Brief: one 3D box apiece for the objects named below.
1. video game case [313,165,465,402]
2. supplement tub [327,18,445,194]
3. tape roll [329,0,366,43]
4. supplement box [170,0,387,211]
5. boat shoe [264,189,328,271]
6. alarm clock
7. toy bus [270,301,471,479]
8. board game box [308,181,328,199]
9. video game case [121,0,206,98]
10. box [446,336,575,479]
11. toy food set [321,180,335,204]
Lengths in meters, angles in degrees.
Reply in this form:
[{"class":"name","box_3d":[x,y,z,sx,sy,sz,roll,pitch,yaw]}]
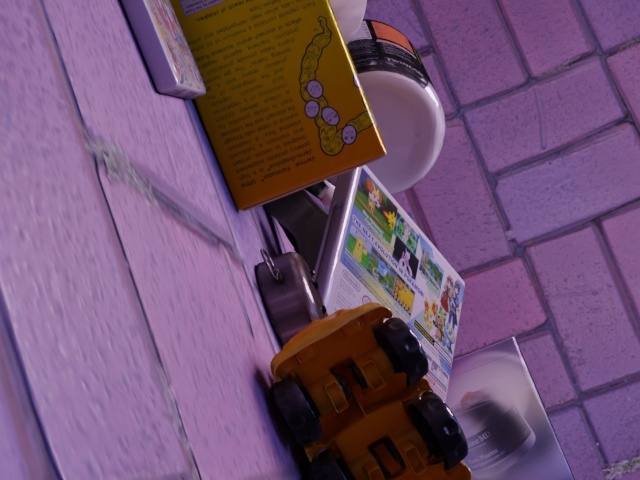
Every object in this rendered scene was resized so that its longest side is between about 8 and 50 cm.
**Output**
[{"class":"video game case","box_3d":[0.095,0.098,1.594,0.329,0.036,0.300,46,46,-39]},{"class":"supplement tub","box_3d":[0.070,-0.219,1.776,0.338,0.207,0.207,-97,165,-65]},{"class":"tape roll","box_3d":[-0.054,-0.455,1.644,0.392,0.072,0.392,53,-26,39]},{"class":"supplement box","box_3d":[-0.071,-0.241,1.433,0.194,0.195,0.356,-85,154,-82]},{"class":"boat shoe","box_3d":[0.000,0.000,1.664,0.228,0.081,0.069,53,3,35]},{"class":"alarm clock","box_3d":[-0.032,0.068,1.327,0.192,0.064,0.129,59,10,-52]},{"class":"toy bus","box_3d":[0.029,0.159,1.158,0.220,0.149,0.211,65,-8,-19]},{"class":"board game box","box_3d":[-0.060,-0.121,1.694,0.136,0.030,0.259,37,0,7]},{"class":"video game case","box_3d":[-0.184,-0.260,1.205,0.206,0.026,0.227,-67,136,-84]},{"class":"box","box_3d":[0.254,0.360,1.982,0.183,0.296,0.294,55,13,-72]},{"class":"toy food set","box_3d":[-0.034,-0.120,1.996,0.104,0.111,0.232,54,9,-20]}]
